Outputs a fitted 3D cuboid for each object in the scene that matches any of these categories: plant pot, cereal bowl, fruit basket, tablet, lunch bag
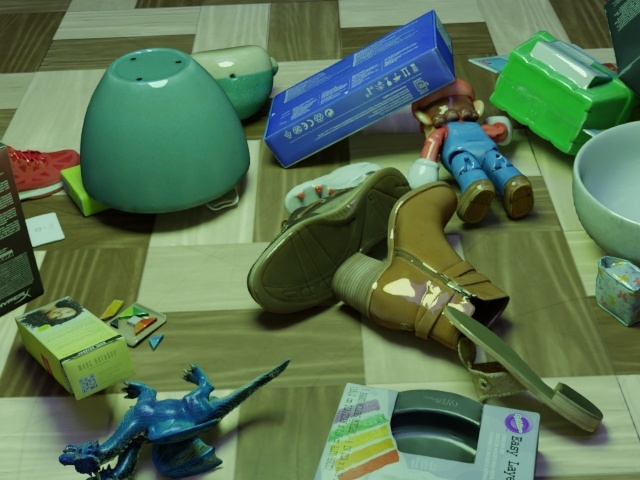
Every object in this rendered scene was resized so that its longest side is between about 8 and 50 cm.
[{"bbox_3d":[-0.271,-0.205,1.633,0.290,0.195,0.290,-3,35,2],"label":"plant pot"},{"bbox_3d":[0.548,-0.046,1.478,0.339,0.141,0.339,-1,36,1],"label":"cereal bowl"},{"bbox_3d":[0.495,-0.282,1.782,0.353,0.165,0.327,-20,49,-37],"label":"fruit basket"},{"bbox_3d":[-0.460,-0.018,1.623,0.054,0.006,0.083,-16,37,-18],"label":"tablet"},{"bbox_3d":[0.427,0.067,1.388,0.053,0.071,0.083,-24,40,-24],"label":"lunch bag"}]

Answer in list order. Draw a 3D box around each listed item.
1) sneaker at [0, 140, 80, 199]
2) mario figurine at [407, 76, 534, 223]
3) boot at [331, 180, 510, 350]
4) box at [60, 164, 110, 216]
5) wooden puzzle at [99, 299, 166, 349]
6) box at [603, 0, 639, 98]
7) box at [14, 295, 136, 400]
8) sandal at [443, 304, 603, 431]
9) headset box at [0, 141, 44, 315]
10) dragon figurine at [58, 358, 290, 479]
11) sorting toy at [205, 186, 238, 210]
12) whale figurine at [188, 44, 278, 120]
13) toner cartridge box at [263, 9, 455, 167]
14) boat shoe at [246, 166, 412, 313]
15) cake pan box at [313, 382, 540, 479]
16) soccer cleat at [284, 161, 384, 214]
[{"bbox_3d":[-0.518,-0.139,1.689,0.221,0.128,0.087,-32,45,-34],"label":"sneaker"},{"bbox_3d":[0.248,-0.144,1.689,0.198,0.170,0.320,25,31,-36],"label":"mario figurine"},{"bbox_3d":[0.180,0.032,1.419,0.220,0.109,0.283,23,45,33],"label":"boot"},{"bbox_3d":[-0.351,-0.110,1.711,0.178,0.042,0.109,-21,40,-24],"label":"box"},{"bbox_3d":[-0.271,0.119,1.413,0.116,0.014,0.078,15,40,23],"label":"wooden puzzle"},{"bbox_3d":[0.666,-0.313,1.693,0.296,0.183,0.294,36,35,-16],"label":"box"},{"bbox_3d":[-0.330,0.137,1.294,0.087,0.058,0.232,-24,22,-27],"label":"box"},{"bbox_3d":[0.235,0.183,1.242,0.240,0.079,0.088,35,14,17],"label":"sandal"},{"bbox_3d":[-0.536,-0.057,1.437,0.218,0.293,0.110,29,46,35],"label":"headset box"},{"bbox_3d":[-0.167,0.231,1.189,0.289,0.085,0.144,-9,36,-8],"label":"dragon figurine"},{"bbox_3d":[-0.177,-0.081,1.664,0.083,0.045,0.075,-19,46,-20],"label":"sorting toy"},{"bbox_3d":[-0.186,-0.308,1.929,0.216,0.141,0.272,-11,12,-11],"label":"whale figurine"},{"bbox_3d":[0.068,-0.269,1.738,0.348,0.075,0.165,-25,29,22],"label":"toner cartridge box"},{"bbox_3d":[0.000,0.000,1.497,0.123,0.123,0.342,-8,27,50],"label":"boat shoe"},{"bbox_3d":[0.119,0.283,1.115,0.245,0.070,0.267,9,37,13],"label":"cake pan box"},{"bbox_3d":[0.021,-0.084,1.641,0.196,0.068,0.076,-20,24,-24],"label":"soccer cleat"}]
